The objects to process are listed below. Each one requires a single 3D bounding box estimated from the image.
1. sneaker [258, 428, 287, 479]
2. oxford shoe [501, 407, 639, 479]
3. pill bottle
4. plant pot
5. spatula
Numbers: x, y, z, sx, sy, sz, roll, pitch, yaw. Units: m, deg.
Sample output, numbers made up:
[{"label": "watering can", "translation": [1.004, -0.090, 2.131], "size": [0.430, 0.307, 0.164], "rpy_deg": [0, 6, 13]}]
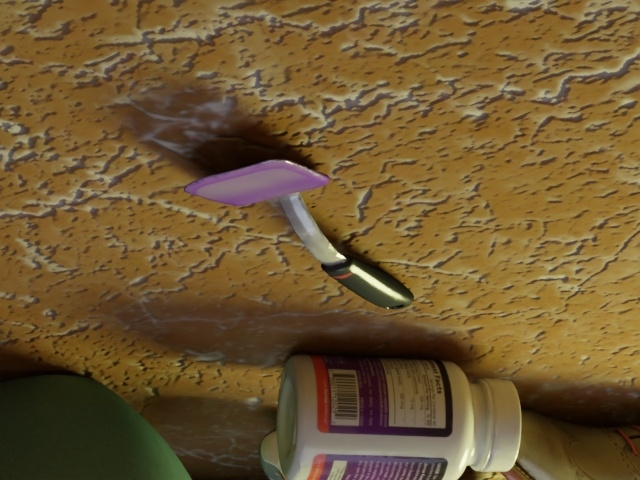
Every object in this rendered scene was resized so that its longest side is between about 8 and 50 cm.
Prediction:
[{"label": "sneaker", "translation": [-0.009, 0.228, 1.658], "size": [0.083, 0.084, 0.215], "rpy_deg": [-10, 154, 24]}, {"label": "oxford shoe", "translation": [0.295, 0.201, 1.633], "size": [0.348, 0.123, 0.130], "rpy_deg": [20, 118, -34]}, {"label": "pill bottle", "translation": [0.066, 0.153, 1.480], "size": [0.193, 0.108, 0.108], "rpy_deg": [4, 153, -12]}, {"label": "plant pot", "translation": [-0.233, 0.228, 1.488], "size": [0.290, 0.195, 0.290], "rpy_deg": [-9, 154, -4]}, {"label": "spatula", "translation": [0.000, 0.000, 1.253], "size": [0.084, 0.030, 0.296], "rpy_deg": [-13, 152, 22]}]
